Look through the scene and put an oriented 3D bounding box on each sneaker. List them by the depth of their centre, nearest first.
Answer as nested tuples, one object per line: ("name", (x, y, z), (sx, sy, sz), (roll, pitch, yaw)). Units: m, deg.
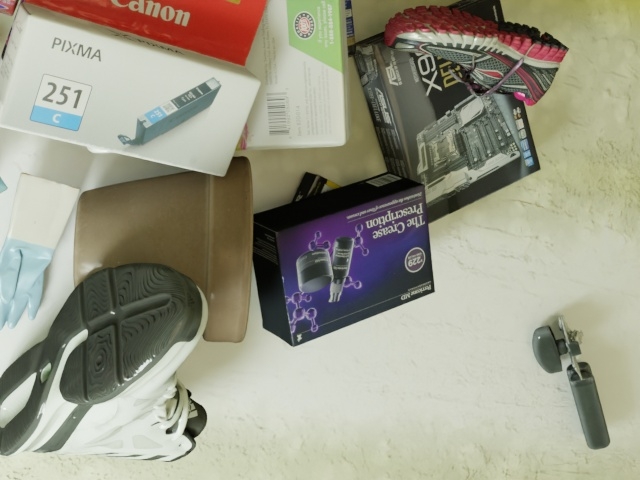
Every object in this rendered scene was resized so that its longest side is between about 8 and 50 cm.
("sneaker", (-0.227, 0.173, 1.333), (0.258, 0.447, 0.169), (15, 54, -38))
("sneaker", (0.232, -0.273, 1.505), (0.299, 0.121, 0.112), (8, 118, -22))

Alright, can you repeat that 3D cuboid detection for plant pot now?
("plant pot", (-0.215, 0.008, 1.375), (0.230, 0.263, 0.262), (3, 100, -8))

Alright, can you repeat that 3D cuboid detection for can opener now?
("can opener", (0.467, 0.262, 1.855), (0.093, 0.074, 0.280), (-19, 111, 14))

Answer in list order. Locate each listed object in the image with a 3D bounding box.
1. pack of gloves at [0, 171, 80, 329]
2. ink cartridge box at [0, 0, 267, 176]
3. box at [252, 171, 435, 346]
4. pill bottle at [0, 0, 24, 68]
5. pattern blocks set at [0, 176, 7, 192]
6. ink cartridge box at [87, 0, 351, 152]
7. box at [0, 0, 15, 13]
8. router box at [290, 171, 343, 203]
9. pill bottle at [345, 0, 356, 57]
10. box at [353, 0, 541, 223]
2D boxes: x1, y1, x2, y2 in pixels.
("pack of gloves", (-0.457, 0.005, 1.355), (0.195, 0.046, 0.232), (15, 103, -28))
("ink cartridge box", (-0.210, -0.231, 1.196), (0.296, 0.066, 0.261), (11, 111, -32))
("box", (0.034, 0.024, 1.504), (0.261, 0.103, 0.184), (-19, 116, -27))
("pill bottle", (-0.340, -0.244, 1.269), (0.108, 0.108, 0.193), (15, 116, -28))
("pattern blocks set", (-0.550, -0.160, 1.244), (0.286, 0.026, 0.324), (-24, 98, -20))
("ink cartridge box", (-0.141, -0.227, 1.365), (0.354, 0.119, 0.207), (-2, 103, 6))
("box", (-0.400, -0.349, 1.175), (0.123, 0.257, 0.128), (17, 92, -19))
("router box", (0.000, 0.000, 1.569), (0.133, 0.046, 0.178), (25, 89, -29))
("pill bottle", (-0.019, -0.369, 1.441), (0.123, 0.123, 0.219), (-13, 106, -24))
("box", (0.206, -0.211, 1.611), (0.243, 0.076, 0.307), (-25, 111, -20))
